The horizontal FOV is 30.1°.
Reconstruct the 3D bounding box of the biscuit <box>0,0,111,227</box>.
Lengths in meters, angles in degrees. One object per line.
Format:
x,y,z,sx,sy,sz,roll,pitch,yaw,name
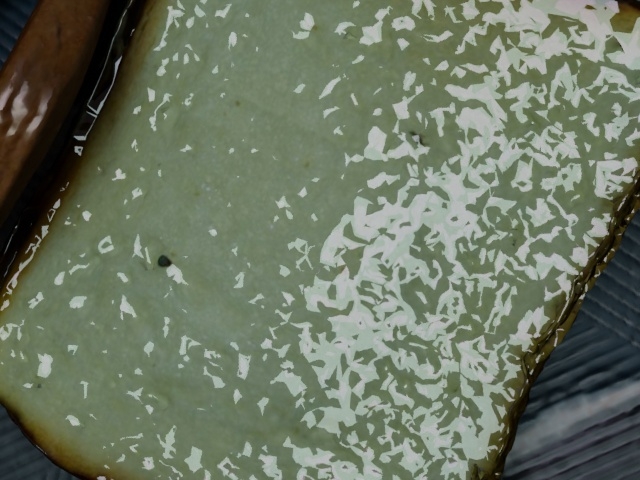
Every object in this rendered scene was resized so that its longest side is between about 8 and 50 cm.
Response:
-0.153,-0.052,0.577,0.036,0.186,0.192,29,117,-19,biscuit

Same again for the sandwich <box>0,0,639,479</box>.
0.000,0.000,0.553,0.271,0.099,0.301,27,91,19,sandwich
